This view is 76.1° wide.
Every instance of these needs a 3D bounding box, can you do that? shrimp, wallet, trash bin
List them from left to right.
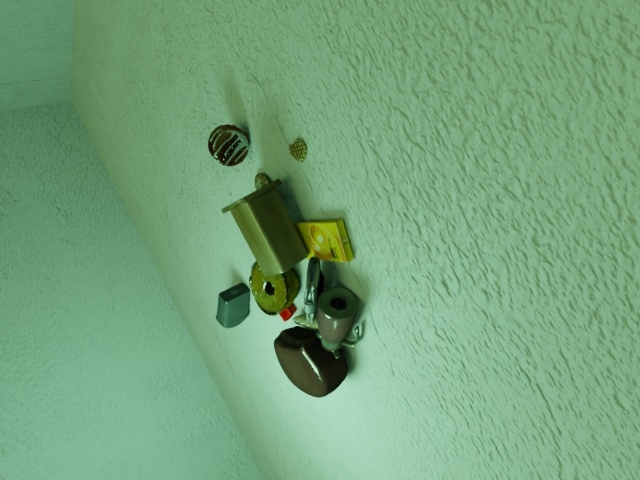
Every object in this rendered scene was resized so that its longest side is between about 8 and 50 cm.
[{"bbox_3d":[-0.466,0.356,2.189,0.101,0.176,0.236,39,134,30],"label":"trash bin"},{"bbox_3d":[-0.211,-0.195,1.630,0.184,0.043,0.091,50,139,19],"label":"shrimp"},{"bbox_3d":[-0.022,0.193,1.534,0.069,0.170,0.231,5,136,8],"label":"wallet"}]

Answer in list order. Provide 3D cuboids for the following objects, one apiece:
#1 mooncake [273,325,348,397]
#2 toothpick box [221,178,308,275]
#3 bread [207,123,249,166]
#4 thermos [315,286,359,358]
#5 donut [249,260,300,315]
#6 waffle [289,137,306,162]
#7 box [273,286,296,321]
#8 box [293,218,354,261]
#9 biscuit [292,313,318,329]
[{"bbox_3d":[-0.044,0.500,1.747,0.334,0.174,0.326,50,145,15],"label":"mooncake"},{"bbox_3d":[-0.193,-0.039,1.527,0.187,0.190,0.308,-15,105,51],"label":"toothpick box"},{"bbox_3d":[-0.359,-0.372,1.602,0.073,0.160,0.160,43,142,46],"label":"bread"},{"bbox_3d":[0.066,0.318,1.541,0.176,0.146,0.265,18,134,14],"label":"thermos"},{"bbox_3d":[-0.198,0.193,1.783,0.272,0.107,0.272,14,110,42],"label":"donut"},{"bbox_3d":[-0.077,-0.313,1.411,0.078,0.016,0.085,53,144,7],"label":"waffle"},{"bbox_3d":[-0.181,0.292,1.900,0.152,0.048,0.100,54,145,16],"label":"box"},{"bbox_3d":[0.000,0.000,1.490,0.269,0.043,0.152,1,114,52],"label":"box"},{"bbox_3d":[-0.036,0.347,1.740,0.219,0.061,0.055,-4,71,53],"label":"biscuit"}]
